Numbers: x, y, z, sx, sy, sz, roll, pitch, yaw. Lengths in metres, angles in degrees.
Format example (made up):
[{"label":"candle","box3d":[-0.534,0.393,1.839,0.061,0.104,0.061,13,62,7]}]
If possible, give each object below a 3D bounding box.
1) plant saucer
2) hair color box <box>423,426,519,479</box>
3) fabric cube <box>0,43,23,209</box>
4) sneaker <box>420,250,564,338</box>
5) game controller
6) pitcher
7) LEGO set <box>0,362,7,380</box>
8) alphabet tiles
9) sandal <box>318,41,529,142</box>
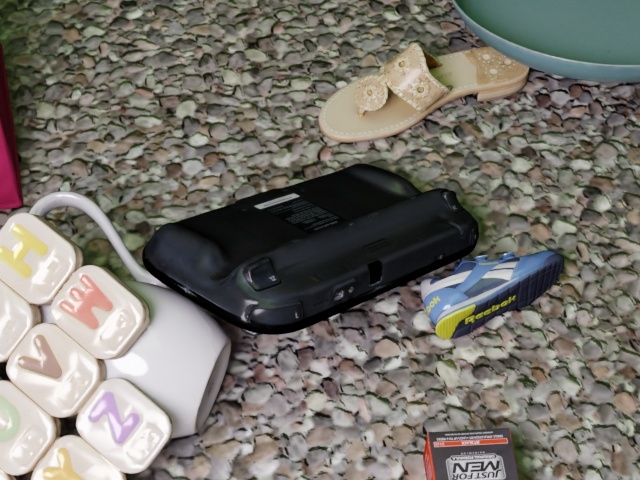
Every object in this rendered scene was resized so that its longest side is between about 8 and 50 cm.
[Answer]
[{"label":"plant saucer","box3d":[0.294,-0.255,1.327,0.318,0.043,0.317,1,39,-1]},{"label":"hair color box","box3d":[0.126,0.221,0.968,0.072,0.043,0.141,-3,52,-5]},{"label":"fabric cube","box3d":[-0.441,-0.182,1.151,0.259,0.258,0.254,-12,53,-10]},{"label":"sneaker","box3d":[0.157,0.036,1.114,0.144,0.053,0.059,-21,52,-18]},{"label":"game controller","box3d":[0.000,0.000,1.068,0.166,0.067,0.319,19,25,36]},{"label":"pitcher","box3d":[-0.176,0.063,1.019,0.207,0.125,0.177,20,78,6]},{"label":"LEGO set","box3d":[-0.356,0.023,1.045,0.244,0.060,0.182,32,51,-15]},{"label":"alphabet tiles","box3d":[-0.266,0.124,0.951,0.278,0.021,0.284,38,91,12]},{"label":"sandal","box3d":[0.108,-0.178,1.269,0.240,0.079,0.088,-16,53,-13]}]
